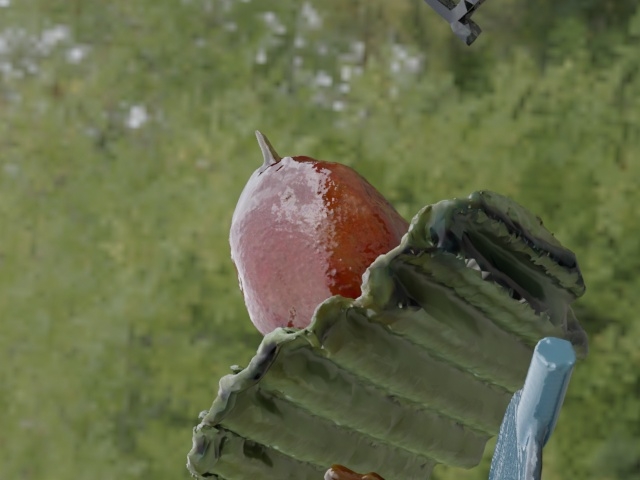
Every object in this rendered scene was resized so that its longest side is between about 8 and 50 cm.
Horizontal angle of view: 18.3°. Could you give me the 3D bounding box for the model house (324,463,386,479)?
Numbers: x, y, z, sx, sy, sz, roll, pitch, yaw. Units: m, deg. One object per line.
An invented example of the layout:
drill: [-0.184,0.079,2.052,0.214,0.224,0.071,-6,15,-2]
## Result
model house: [0.057,0.281,1.343,0.229,0.199,0.220,48,-119,-76]

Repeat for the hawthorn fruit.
hawthorn fruit: [0.000,0.000,1.964,0.251,0.189,0.189,65,-169,-3]

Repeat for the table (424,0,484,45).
table: [0.153,-0.385,1.616,0.222,0.272,0.335,-44,3,46]

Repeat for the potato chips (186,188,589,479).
potato chips: [0.067,0.116,1.648,0.070,0.358,0.429,59,-166,28]

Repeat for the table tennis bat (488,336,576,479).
table tennis bat: [0.090,0.106,0.895,0.100,0.019,0.155,-85,4,-52]
